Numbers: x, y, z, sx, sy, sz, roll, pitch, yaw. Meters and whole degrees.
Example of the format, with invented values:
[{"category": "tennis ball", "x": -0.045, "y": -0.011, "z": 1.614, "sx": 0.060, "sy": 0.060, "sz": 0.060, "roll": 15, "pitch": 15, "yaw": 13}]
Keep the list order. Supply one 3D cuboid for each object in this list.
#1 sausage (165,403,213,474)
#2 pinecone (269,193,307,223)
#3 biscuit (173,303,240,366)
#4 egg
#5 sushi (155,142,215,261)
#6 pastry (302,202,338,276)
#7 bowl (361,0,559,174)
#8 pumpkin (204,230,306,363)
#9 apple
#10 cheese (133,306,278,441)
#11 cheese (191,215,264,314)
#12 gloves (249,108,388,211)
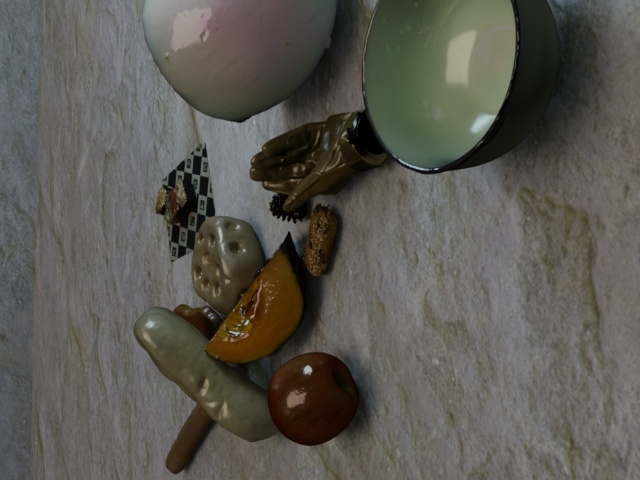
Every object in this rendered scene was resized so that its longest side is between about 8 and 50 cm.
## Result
[{"category": "sausage", "x": -0.332, "y": 0.502, "z": 2.406, "sx": 0.301, "sy": 0.066, "sz": 0.065, "roll": -57, "pitch": 46, "yaw": 36}, {"category": "pinecone", "x": -0.068, "y": -0.073, "z": 2.007, "sx": 0.077, "sy": 0.083, "sz": 0.077, "roll": -5, "pitch": -90, "yaw": -82}, {"category": "biscuit", "x": -0.294, "y": 0.233, "z": 2.311, "sx": 0.295, "sy": 0.044, "sz": 0.186, "roll": 1, "pitch": 119, "yaw": 54}, {"category": "egg", "x": -0.128, "y": -0.455, "z": 1.886, "sx": 0.340, "sy": 0.355, "sz": 0.354, "roll": -27, "pitch": 66, "yaw": 33}, {"category": "sushi", "x": -0.373, "y": -0.096, "z": 2.488, "sx": 0.290, "sy": 0.050, "sz": 0.263, "roll": -27, "pitch": 67, "yaw": 52}, {"category": "pastry", "x": 0.000, "y": 0.000, "z": 1.926, "sx": 0.080, "sy": 0.056, "sz": 0.140, "roll": -125, "pitch": 41, "yaw": -51}, {"category": "bowl", "x": 0.240, "y": -0.272, "z": 1.450, "sx": 0.354, "sy": 0.185, "sz": 0.353, "roll": -1, "pitch": 89, "yaw": 56}, {"category": "pumpkin", "x": -0.102, "y": 0.137, "z": 2.032, "sx": 0.148, "sy": 0.169, "sz": 0.312, "roll": 40, "pitch": 109, "yaw": 0}, {"category": "apple", "x": -0.014, "y": 0.308, "z": 1.839, "sx": 0.168, "sy": 0.181, "sz": 0.181, "roll": -38, "pitch": 56, "yaw": 25}, {"category": "cheese", "x": -0.261, "y": 0.291, "z": 2.074, "sx": 0.129, "sy": 0.328, "sz": 0.351, "roll": -48, "pitch": 37, "yaw": -14}, {"category": "cheese", "x": -0.220, "y": 0.060, "z": 2.197, "sx": 0.218, "sy": 0.117, "sz": 0.235, "roll": -22, "pitch": 72, "yaw": 55}, {"category": "gloves", "x": 0.001, "y": -0.162, "z": 1.853, "sx": 0.331, "sy": 0.141, "sz": 0.154, "roll": -19, "pitch": 99, "yaw": 45}]
